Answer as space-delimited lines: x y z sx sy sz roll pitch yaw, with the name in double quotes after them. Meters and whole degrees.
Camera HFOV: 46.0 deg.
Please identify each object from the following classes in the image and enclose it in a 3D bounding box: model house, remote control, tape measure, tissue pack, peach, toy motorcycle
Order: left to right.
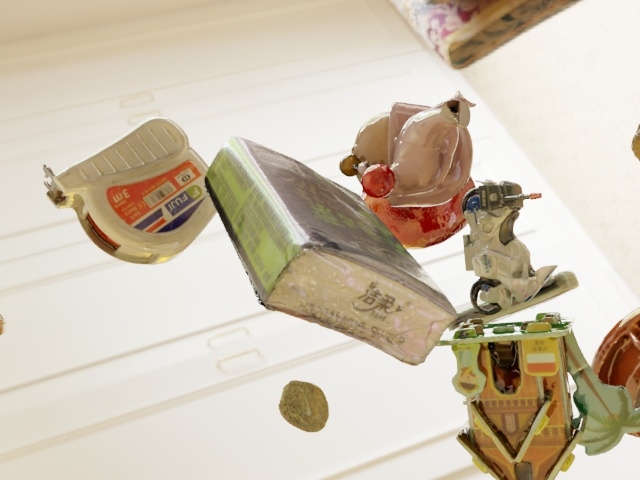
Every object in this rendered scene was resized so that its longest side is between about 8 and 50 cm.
-0.332 -0.085 1.394 0.265 0.258 0.130 53 147 -5 "tape measure"
0.000 0.000 1.142 0.124 0.288 0.394 -58 32 15 "tissue pack"
0.200 -0.061 1.545 0.154 0.267 0.159 177 78 -77 "peach"
0.299 0.006 1.206 0.150 0.102 0.221 -8 85 37 "toy motorcycle"
0.430 0.138 1.689 0.140 0.296 0.056 3 -116 -60 "remote control"
0.377 0.280 1.195 0.300 0.340 0.324 3 -99 -70 "model house"

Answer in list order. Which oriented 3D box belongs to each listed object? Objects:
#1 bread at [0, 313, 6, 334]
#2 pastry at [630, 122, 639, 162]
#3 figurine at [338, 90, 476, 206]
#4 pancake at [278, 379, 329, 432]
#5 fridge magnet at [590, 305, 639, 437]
-0.534 0.139 1.179 0.110 0.083 0.044 -20 91 65 "bread"
0.600 -0.168 1.333 0.109 0.057 0.097 16 150 51 "pastry"
0.122 -0.128 1.042 0.287 0.186 0.176 -43 -39 -79 "figurine"
-0.029 0.305 1.393 0.017 0.108 0.108 -40 -60 -66 "pancake"
0.727 0.268 1.525 0.155 0.363 0.364 -95 -1 -62 "fridge magnet"
